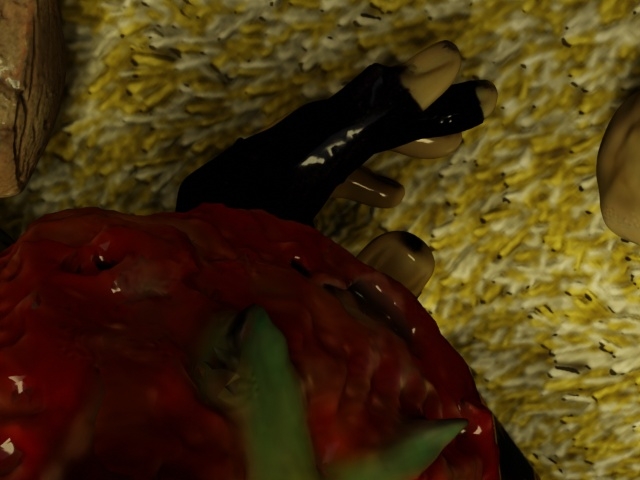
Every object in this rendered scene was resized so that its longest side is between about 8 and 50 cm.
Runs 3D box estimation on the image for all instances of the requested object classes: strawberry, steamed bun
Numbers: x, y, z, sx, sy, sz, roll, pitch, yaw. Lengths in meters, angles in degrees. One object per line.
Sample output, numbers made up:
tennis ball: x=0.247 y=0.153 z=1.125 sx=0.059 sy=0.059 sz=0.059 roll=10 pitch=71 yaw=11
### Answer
strawberry: x=-0.084 y=0.106 z=0.473 sx=0.292 sy=0.310 sz=0.292 roll=-22 pitch=127 yaw=-32
steamed bun: x=-0.235 y=-0.110 z=0.626 sx=0.145 sy=0.106 sz=0.175 roll=4 pitch=99 yaw=1

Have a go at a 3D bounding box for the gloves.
gloves: x=-0.008 y=0.002 z=0.624 sx=0.152 sy=0.197 sz=0.301 roll=30 pitch=114 yaw=-39

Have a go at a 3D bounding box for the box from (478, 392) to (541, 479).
box: x=0.123 y=0.209 z=0.734 sx=0.070 sy=0.152 sz=0.237 roll=-28 pitch=110 yaw=18

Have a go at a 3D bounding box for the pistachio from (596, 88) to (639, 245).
pistachio: x=0.270 y=-0.069 z=0.608 sx=0.223 sy=0.126 sz=0.152 roll=-31 pitch=143 yaw=13

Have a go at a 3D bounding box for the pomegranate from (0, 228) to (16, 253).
pomegranate: x=-0.300 y=0.101 z=0.631 sx=0.242 sy=0.306 sz=0.242 roll=3 pitch=104 yaw=14
